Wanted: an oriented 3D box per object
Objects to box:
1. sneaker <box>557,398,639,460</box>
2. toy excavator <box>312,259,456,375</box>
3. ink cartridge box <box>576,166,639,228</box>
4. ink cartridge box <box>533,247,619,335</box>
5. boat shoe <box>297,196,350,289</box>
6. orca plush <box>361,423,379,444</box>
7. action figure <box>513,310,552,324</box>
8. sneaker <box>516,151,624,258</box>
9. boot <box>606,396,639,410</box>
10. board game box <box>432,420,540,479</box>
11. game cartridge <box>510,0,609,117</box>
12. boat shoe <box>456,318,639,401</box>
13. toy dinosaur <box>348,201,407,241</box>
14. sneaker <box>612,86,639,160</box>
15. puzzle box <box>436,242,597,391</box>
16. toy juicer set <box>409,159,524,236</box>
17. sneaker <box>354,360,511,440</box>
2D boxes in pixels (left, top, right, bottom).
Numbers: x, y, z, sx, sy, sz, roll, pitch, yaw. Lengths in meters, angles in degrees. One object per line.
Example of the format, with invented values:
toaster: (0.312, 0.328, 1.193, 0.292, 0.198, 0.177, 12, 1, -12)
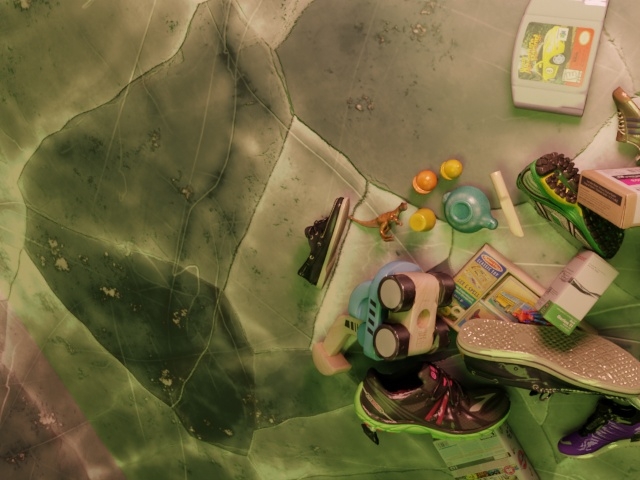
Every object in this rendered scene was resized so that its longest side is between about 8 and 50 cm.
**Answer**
sneaker: (0.823, 0.537, 1.946, 0.293, 0.102, 0.146, -24, 98, 25)
toy excavator: (0.160, 0.254, 2.040, 0.445, 0.222, 0.432, 18, 106, 51)
ink cartridge box: (0.765, -0.108, 1.574, 0.235, 0.193, 0.088, -5, 112, -10)
ink cartridge box: (0.672, 0.131, 1.756, 0.087, 0.153, 0.208, 36, 100, 4)
boat shoe: (0.001, -0.002, 2.035, 0.113, 0.127, 0.340, 23, 132, 9)
orca plush: (0.268, 0.554, 2.179, 0.102, 0.151, 0.287, 26, 100, -33)
action figure: (0.601, 0.217, 1.872, 0.115, 0.030, 0.038, 7, 110, 13)
sneaker: (0.658, -0.085, 1.741, 0.343, 0.134, 0.146, 46, 158, -9)
boot: (0.848, 0.425, 1.886, 0.190, 0.069, 0.086, 52, 131, 22)
board game box: (0.538, 0.715, 2.141, 0.224, 0.097, 0.303, -26, 99, 31)
game cartridge: (0.574, -0.460, 1.634, 0.196, 0.060, 0.294, 14, 117, 22)
boat shoe: (0.624, 0.342, 1.834, 0.500, 0.187, 0.156, 8, 129, 25)
toy dinosaur: (0.183, -0.052, 1.986, 0.212, 0.064, 0.112, -20, 72, 33)
sneaker: (0.756, -0.276, 1.628, 0.086, 0.064, 0.192, -39, 97, 26)
puzzle box: (0.555, 0.229, 1.945, 0.409, 0.052, 0.272, 39, 121, 4)
toy juicer set: (0.404, -0.121, 1.842, 0.329, 0.089, 0.209, 3, 101, 31)
sneaker: (0.347, 0.469, 1.992, 0.483, 0.185, 0.202, 3, 108, -8)
